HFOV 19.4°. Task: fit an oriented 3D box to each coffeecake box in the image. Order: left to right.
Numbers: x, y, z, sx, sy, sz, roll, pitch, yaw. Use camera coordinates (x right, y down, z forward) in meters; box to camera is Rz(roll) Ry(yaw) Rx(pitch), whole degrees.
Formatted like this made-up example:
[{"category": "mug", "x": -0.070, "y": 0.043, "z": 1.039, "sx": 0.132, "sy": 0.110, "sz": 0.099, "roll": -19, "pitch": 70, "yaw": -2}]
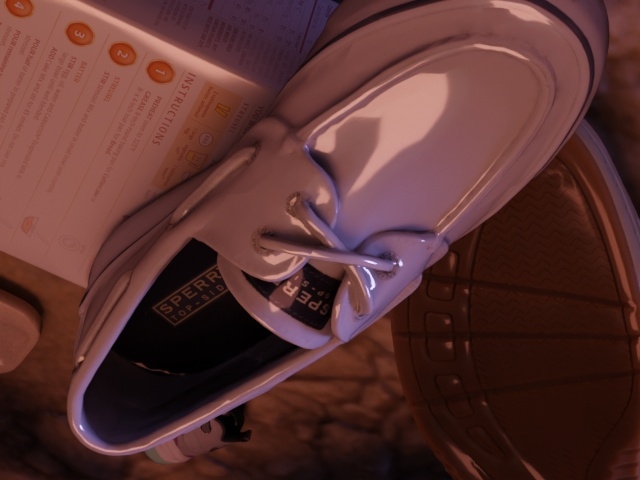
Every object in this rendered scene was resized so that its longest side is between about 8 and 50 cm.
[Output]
[{"category": "coffeecake box", "x": -0.067, "y": -0.045, "z": 0.729, "sx": 0.185, "sy": 0.068, "sz": 0.142, "roll": 25, "pitch": 134, "yaw": -9}]

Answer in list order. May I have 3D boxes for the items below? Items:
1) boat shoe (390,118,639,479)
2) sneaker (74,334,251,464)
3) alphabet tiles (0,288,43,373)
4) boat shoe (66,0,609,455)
[{"category": "boat shoe", "x": 0.108, "y": 0.064, "z": 0.774, "sx": 0.109, "sy": 0.098, "sz": 0.302, "roll": 0, "pitch": 123, "yaw": 29}, {"category": "sneaker", "x": -0.065, "y": 0.066, "z": 0.871, "sx": 0.069, "sy": 0.038, "sz": 0.098, "roll": -12, "pitch": 139, "yaw": 25}, {"category": "alphabet tiles", "x": -0.282, "y": 0.016, "z": 0.892, "sx": 0.278, "sy": 0.021, "sz": 0.284, "roll": 27, "pitch": 136, "yaw": -15}, {"category": "boat shoe", "x": 0.000, "y": 0.000, "z": 0.646, "sx": 0.095, "sy": 0.084, "sz": 0.258, "roll": 33, "pitch": 132, "yaw": -17}]
